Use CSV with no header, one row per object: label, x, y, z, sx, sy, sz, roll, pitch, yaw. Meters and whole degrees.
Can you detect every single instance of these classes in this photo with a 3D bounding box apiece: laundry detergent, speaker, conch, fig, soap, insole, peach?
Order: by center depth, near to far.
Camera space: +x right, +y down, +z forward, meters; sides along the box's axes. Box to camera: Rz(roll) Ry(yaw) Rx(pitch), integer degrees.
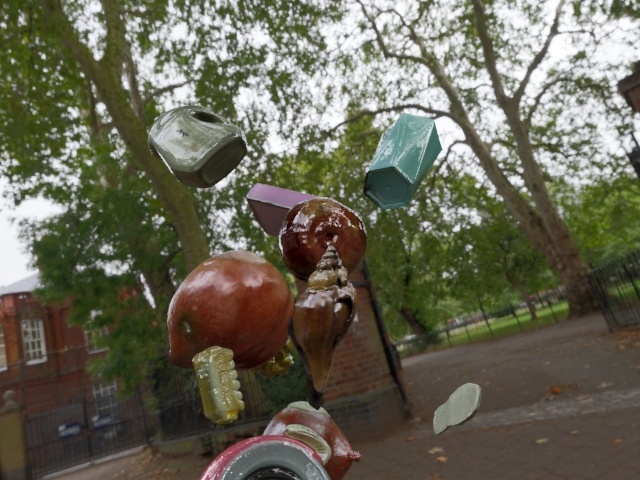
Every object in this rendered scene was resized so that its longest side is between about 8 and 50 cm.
conch,-0.005,0.123,0.646,0.080,0.086,0.233,11,-69,-35
insole,0.205,0.258,0.707,0.010,0.063,0.192,19,-33,4
speaker,-0.097,0.526,0.860,0.294,0.294,0.294,-15,-15,-4
peach,-0.180,0.145,0.878,0.257,0.232,0.232,-47,-3,-22
fig,0.001,0.001,1.006,0.205,0.205,0.205,-15,-15,-4
laundry detergent,-0.295,-0.229,1.050,0.181,0.253,0.091,-46,-32,-16
soap,-0.084,-0.071,1.407,0.259,0.081,0.181,14,-32,33

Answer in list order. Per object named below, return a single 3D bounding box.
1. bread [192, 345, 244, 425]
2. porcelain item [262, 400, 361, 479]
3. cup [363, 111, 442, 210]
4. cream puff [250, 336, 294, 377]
bread,-0.114,0.163,0.520,0.049,0.088,0.033,-4,-21,-47
porcelain item,-0.015,0.515,1.117,0.253,0.253,0.253,-15,-15,-4
cup,0.176,-0.175,1.028,0.148,0.236,0.134,18,-50,16
cream puff,-0.138,0.267,1.174,0.121,0.156,0.156,-14,-14,-24
